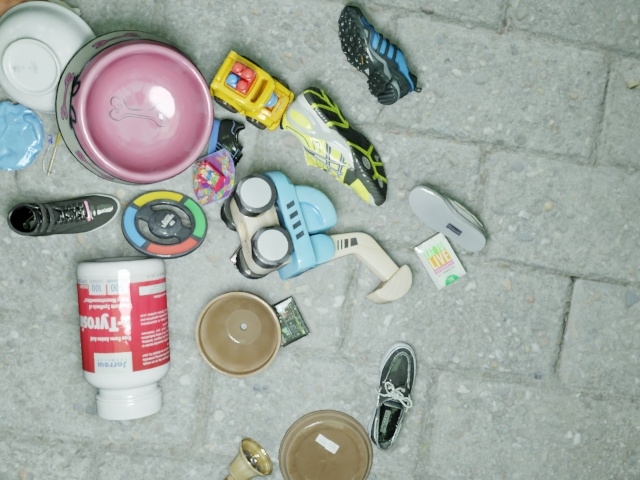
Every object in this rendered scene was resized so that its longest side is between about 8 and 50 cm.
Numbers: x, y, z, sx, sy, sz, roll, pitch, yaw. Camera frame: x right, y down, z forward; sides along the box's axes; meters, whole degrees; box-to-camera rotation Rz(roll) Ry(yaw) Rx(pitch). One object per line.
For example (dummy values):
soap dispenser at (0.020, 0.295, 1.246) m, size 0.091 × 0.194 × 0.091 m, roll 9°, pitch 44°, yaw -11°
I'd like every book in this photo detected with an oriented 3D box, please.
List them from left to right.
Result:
book at (0.346, 0.059, 1.959) m, size 0.096 × 0.035 × 0.144 m, roll -32°, pitch 96°, yaw 1°

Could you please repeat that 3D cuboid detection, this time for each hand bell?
hand bell at (-0.265, 0.685, 1.914) m, size 0.242 × 0.126 × 0.126 m, roll -42°, pitch 95°, yaw 11°

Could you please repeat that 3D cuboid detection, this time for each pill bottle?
pill bottle at (-0.519, 0.252, 1.793) m, size 0.228 × 0.229 × 0.408 m, roll -3°, pitch 93°, yaw -5°

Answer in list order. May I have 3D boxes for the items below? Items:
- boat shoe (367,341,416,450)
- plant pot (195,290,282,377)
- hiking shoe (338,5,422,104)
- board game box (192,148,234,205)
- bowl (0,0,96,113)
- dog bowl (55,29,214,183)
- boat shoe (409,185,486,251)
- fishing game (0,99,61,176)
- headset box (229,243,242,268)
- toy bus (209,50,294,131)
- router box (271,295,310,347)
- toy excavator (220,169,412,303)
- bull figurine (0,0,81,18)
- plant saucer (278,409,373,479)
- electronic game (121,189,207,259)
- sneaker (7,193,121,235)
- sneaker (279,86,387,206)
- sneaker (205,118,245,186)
boat shoe at (0.206, 0.446, 1.926) m, size 0.113 × 0.105 × 0.307 m, roll 20°, pitch 91°, yaw -6°
plant pot at (-0.220, 0.250, 1.871) m, size 0.237 × 0.110 × 0.238 m, roll 0°, pitch 97°, yaw 4°
hiking shoe at (0.158, -0.524, 1.893) m, size 0.132 × 0.113 × 0.304 m, roll -27°, pitch 88°, yaw -33°
board game box at (-0.297, -0.168, 1.790) m, size 0.168 × 0.033 × 0.133 m, roll -15°, pitch 77°, yaw 39°
bowl at (-0.724, -0.458, 1.740) m, size 0.297 × 0.134 × 0.298 m, roll -1°, pitch 114°, yaw -2°
dog bowl at (-0.458, -0.331, 1.734) m, size 0.407 × 0.150 × 0.409 m, roll -8°, pitch 107°, yaw -26°
boat shoe at (0.367, -0.076, 1.922) m, size 0.267 × 0.088 × 0.096 m, roll 33°, pitch 127°, yaw -8°
fishing game at (-0.848, -0.285, 1.835) m, size 0.263 × 0.041 × 0.189 m, roll 12°, pitch 92°, yaw -13°
headset box at (-0.214, 0.046, 1.908) m, size 0.062 × 0.032 × 0.083 m, roll 37°, pitch 88°, yaw -6°
toy bus at (-0.182, -0.406, 1.801) m, size 0.220 × 0.211 × 0.150 m, roll 31°, pitch 88°, yaw -7°
router box at (-0.096, 0.232, 1.924) m, size 0.092 × 0.038 × 0.123 m, roll -26°, pitch 94°, yaw -4°
toy excavator at (0.000, 0.000, 1.839) m, size 0.444 × 0.222 × 0.433 m, roll -15°, pitch 82°, yaw -22°
bull figurine at (-0.804, -0.644, 1.791) m, size 0.310 × 0.101 × 0.189 m, roll -5°, pitch 89°, yaw -7°
plant saucer at (0.017, 0.632, 1.953) m, size 0.277 × 0.041 × 0.278 m, roll 0°, pitch 92°, yaw -4°
electronic game at (-0.420, -0.045, 1.823) m, size 0.229 × 0.048 × 0.229 m, roll 9°, pitch 51°, yaw -11°
sneaker at (-0.691, -0.063, 1.805) m, size 0.295 × 0.147 × 0.105 m, roll -11°, pitch 92°, yaw -6°
sneaker at (0.045, -0.243, 1.879) m, size 0.147 × 0.145 × 0.385 m, roll -31°, pitch 106°, yaw 30°
sneaker at (-0.264, -0.221, 1.866) m, size 0.090 × 0.081 × 0.233 m, roll 7°, pitch 91°, yaw 2°
